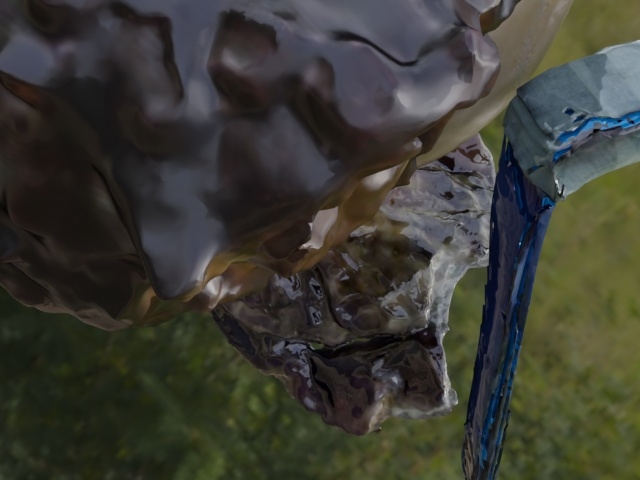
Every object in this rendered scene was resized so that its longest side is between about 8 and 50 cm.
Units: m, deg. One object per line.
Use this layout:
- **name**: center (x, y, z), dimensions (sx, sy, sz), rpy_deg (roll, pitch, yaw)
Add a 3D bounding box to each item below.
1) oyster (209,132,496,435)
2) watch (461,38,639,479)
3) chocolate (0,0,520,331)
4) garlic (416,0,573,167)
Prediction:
- **oyster**: center (-0.003, -0.006, 1.170), dimensions (0.100, 0.271, 0.275), rpy_deg (62, 24, -49)
- **watch**: center (0.212, 0.014, 0.942), dimensions (0.276, 0.274, 0.068), rpy_deg (-10, 37, -16)
- **chocolate**: center (-0.009, -0.051, 0.519), dimensions (0.206, 0.224, 0.177), rpy_deg (35, 0, -43)
- **garlic**: center (0.016, -0.085, 0.949), dimensions (0.143, 0.318, 0.112), rpy_deg (-22, 91, -36)
